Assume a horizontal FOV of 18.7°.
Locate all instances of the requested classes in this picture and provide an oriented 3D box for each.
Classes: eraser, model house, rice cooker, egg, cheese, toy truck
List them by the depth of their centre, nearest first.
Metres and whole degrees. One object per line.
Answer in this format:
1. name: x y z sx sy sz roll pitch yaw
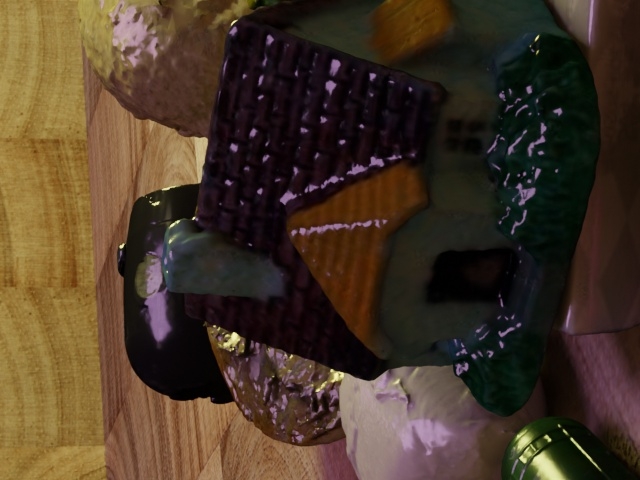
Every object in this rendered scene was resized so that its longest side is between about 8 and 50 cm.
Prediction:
1. toy truck: 0.189 0.215 1.354 0.242 0.101 0.125 -126 51 -70
2. model house: 0.025 -0.038 1.358 0.230 0.248 0.281 -111 26 -52
3. eraser: 0.187 -0.145 1.396 0.213 0.082 0.397 -146 58 -71
4. cheese: 0.100 0.139 1.567 0.189 0.154 0.198 61 153 31
5. rice cooker: -0.100 0.060 2.150 0.267 0.267 0.224 143 123 -71
6. egg: -0.166 -0.263 2.389 0.279 0.279 0.310 105 150 -43

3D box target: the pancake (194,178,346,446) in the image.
1. pancake: -0.001 0.000 1.889 0.382 0.071 0.382 -9 78 48

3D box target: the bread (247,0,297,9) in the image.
1. bread: 0.050 -0.371 1.670 0.251 0.208 0.377 -137 49 -65
